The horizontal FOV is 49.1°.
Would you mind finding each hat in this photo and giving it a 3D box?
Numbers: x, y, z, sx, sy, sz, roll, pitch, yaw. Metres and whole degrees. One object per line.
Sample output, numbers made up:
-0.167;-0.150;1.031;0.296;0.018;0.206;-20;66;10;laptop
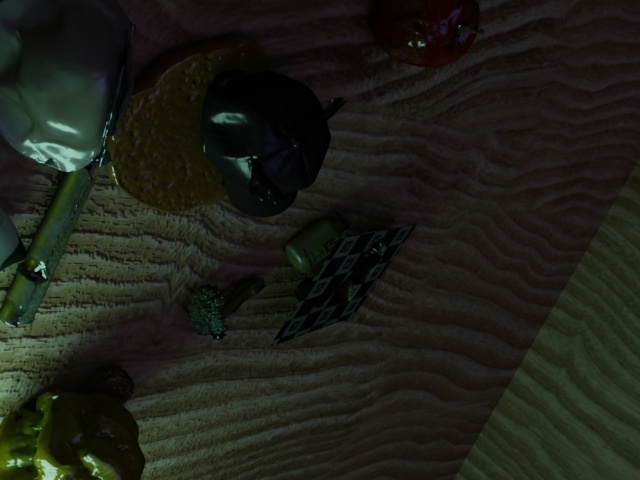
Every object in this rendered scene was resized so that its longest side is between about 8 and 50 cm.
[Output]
-0.059;-0.143;1.261;0.238;0.209;0.336;-37;141;-21;hat

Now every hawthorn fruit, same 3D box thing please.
0.232;-0.429;1.371;0.207;0.243;0.207;-23;131;-29;hawthorn fruit

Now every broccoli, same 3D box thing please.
-0.201;0.133;1.532;0.204;0.118;0.122;-31;129;-46;broccoli

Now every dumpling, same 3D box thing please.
-0.375;-0.226;1.020;0.204;0.163;0.293;1;125;-45;dumpling

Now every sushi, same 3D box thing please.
0.045;0.083;1.717;0.359;0.064;0.343;-11;140;-54;sushi

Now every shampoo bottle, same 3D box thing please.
0.000;0.000;1.619;0.162;0.079;0.079;-35;139;-18;shampoo bottle

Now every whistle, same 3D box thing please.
-0.464;0.003;1.199;0.326;0.057;0.068;-61;-176;13;whistle

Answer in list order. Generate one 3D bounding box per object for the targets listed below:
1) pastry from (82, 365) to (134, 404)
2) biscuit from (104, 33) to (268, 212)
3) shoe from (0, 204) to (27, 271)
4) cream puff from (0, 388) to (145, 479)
-0.442;0.309;1.463;0.097;0.057;0.109;10;112;-45;pastry
-0.222;-0.202;1.264;0.351;0.057;0.312;-42;142;-10;biscuit
-0.617;0.080;1.066;0.363;0.132;0.160;-42;146;-16;shoe
-0.514;0.431;1.330;0.324;0.291;0.257;-19;123;17;cream puff
